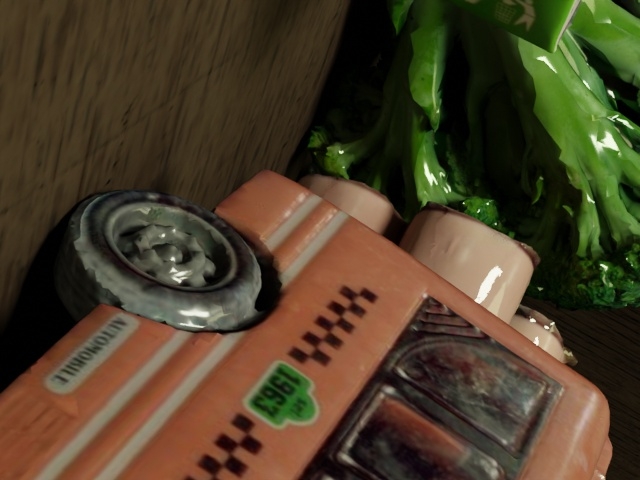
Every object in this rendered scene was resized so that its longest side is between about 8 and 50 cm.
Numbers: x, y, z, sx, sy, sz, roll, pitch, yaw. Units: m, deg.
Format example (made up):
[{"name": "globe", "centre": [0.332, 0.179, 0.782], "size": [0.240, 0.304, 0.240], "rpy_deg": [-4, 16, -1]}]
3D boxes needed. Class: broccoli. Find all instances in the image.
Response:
[{"name": "broccoli", "centre": [0.124, -0.108, 0.841], "size": [0.269, 0.254, 0.269], "rpy_deg": [-25, 119, -54]}]

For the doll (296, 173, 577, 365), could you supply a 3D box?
[{"name": "doll", "centre": [0.009, 0.135, 0.788], "size": [0.268, 0.284, 0.216], "rpy_deg": [-64, 152, -19]}]

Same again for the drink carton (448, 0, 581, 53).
[{"name": "drink carton", "centre": [0.087, -0.204, 0.537], "size": [0.271, 0.108, 0.161], "rpy_deg": [104, 11, -59]}]

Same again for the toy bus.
[{"name": "toy bus", "centre": [-0.063, 0.162, 0.505], "size": [0.427, 0.233, 0.203], "rpy_deg": [-49, 167, -56]}]

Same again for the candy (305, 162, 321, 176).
[{"name": "candy", "centre": [0.000, 0.000, 0.985], "size": [0.175, 0.045, 0.043], "rpy_deg": [108, 2, -59]}]
